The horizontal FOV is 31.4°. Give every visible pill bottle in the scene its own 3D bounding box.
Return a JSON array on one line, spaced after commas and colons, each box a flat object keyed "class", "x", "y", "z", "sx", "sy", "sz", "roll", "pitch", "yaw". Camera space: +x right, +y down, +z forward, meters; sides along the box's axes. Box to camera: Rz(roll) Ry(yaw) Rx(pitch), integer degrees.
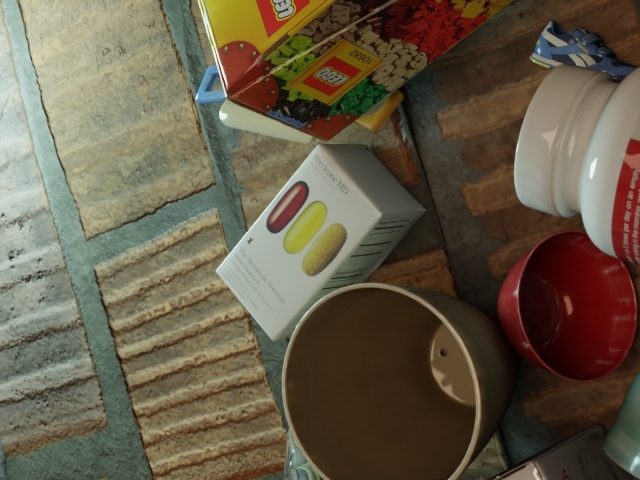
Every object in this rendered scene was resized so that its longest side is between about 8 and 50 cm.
[{"class": "pill bottle", "x": 0.431, "y": -0.065, "z": 1.226, "sx": 0.408, "sy": 0.229, "sz": 0.229, "roll": 19, "pitch": 103, "yaw": 29}]

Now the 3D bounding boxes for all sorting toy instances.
[{"class": "sorting toy", "x": -0.033, "y": -0.231, "z": 1.541, "sx": 0.348, "sy": 0.047, "sz": 0.196, "roll": 16, "pitch": 68, "yaw": 39}]

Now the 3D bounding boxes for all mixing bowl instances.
[{"class": "mixing bowl", "x": 0.283, "y": 0.083, "z": 1.381, "sx": 0.098, "sy": 0.181, "sz": 0.181, "roll": -18, "pitch": 83, "yaw": 60}]

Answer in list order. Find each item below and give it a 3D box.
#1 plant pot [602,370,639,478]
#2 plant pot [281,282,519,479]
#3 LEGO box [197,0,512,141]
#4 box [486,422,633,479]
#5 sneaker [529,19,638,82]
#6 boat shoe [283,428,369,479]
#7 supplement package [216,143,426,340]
[{"class": "plant pot", "x": 0.469, "y": 0.171, "z": 1.193, "sx": 0.293, "sy": 0.293, "sz": 0.196, "roll": 20, "pitch": 98, "yaw": 29}, {"class": "plant pot", "x": 0.134, "y": 0.165, "z": 1.399, "sx": 0.256, "sy": 0.274, "sz": 0.256, "roll": 3, "pitch": 96, "yaw": 32}, {"class": "LEGO box", "x": 0.013, "y": -0.441, "z": 1.396, "sx": 0.372, "sy": 0.193, "sz": 0.500, "roll": -35, "pitch": 58, "yaw": 29}, {"class": "box", "x": 0.226, "y": 0.347, "z": 1.382, "sx": 0.262, "sy": 0.231, "sz": 0.126, "roll": -36, "pitch": 75, "yaw": 28}, {"class": "sneaker", "x": 0.326, "y": -0.226, "z": 1.383, "sx": 0.144, "sy": 0.053, "sz": 0.059, "roll": 23, "pitch": 103, "yaw": 27}, {"class": "boat shoe", "x": 0.018, "y": 0.329, "z": 1.479, "sx": 0.130, "sy": 0.355, "sz": 0.132, "roll": 6, "pitch": 97, "yaw": -4}, {"class": "supplement package", "x": 0.000, "y": 0.000, "z": 1.551, "sx": 0.139, "sy": 0.134, "sz": 0.244, "roll": 48, "pitch": 116, "yaw": 19}]
